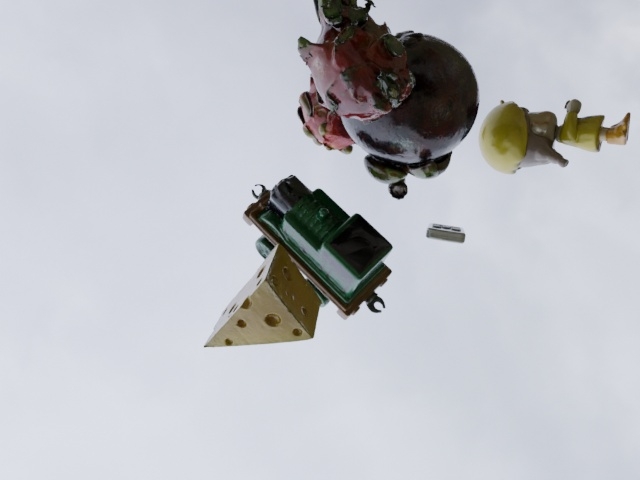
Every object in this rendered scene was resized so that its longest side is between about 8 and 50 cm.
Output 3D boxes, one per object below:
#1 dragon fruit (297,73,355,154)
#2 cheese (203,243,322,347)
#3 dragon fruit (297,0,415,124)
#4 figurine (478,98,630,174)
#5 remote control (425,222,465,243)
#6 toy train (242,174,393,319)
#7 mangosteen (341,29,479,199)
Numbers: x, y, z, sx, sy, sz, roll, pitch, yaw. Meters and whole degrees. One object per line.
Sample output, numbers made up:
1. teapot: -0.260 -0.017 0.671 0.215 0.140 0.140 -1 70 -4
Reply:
1. dragon fruit: 0.048 -0.437 1.869 0.243 0.307 0.228 22 -179 36
2. cheese: -0.104 0.107 0.899 0.126 0.171 0.093 54 -152 -23
3. dragon fruit: 0.062 -0.343 1.054 0.198 0.200 0.269 -17 -75 -28
4. figurine: 0.561 -0.258 1.434 0.215 0.344 0.187 3 -92 -60
5. remote control: 0.288 -0.018 1.353 0.088 0.029 0.190 9 -173 12
6. toy train: 0.000 0.000 1.353 0.429 0.249 0.178 44 -115 8
7. mangosteen: 0.198 -0.280 1.311 0.306 0.359 0.306 -8 -142 7
